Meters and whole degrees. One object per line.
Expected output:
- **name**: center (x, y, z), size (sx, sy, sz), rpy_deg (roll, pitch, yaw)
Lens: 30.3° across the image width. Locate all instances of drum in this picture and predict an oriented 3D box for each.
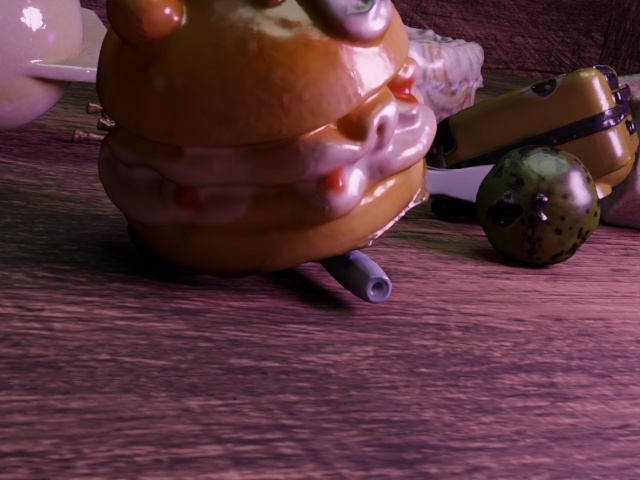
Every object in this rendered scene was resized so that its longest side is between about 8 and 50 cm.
- **drum**: center (-0.021, -0.003, 1.003), size (0.130, 0.049, 0.253), rpy_deg (9, 13, -7)

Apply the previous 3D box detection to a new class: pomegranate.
- **pomegranate**: center (0.218, -0.029, 1.188), size (0.122, 0.122, 0.161), rpy_deg (13, -16, 11)

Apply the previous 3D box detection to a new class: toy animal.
- **toy animal**: center (-0.175, -0.119, 1.384), size (0.276, 0.054, 0.149), rpy_deg (20, 19, 34)

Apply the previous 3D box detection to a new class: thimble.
- **thimble**: center (0.068, -0.189, 1.548), size (0.292, 0.195, 0.291), rpy_deg (13, 14, -3)

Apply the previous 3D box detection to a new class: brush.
- **brush**: center (0.094, -0.063, 1.277), size (0.297, 0.068, 0.060), rpy_deg (4, 0, 5)

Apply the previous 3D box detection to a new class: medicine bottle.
- **medicine bottle**: center (-0.417, -0.233, 1.273), size (0.406, 0.235, 0.236), rpy_deg (3, 15, -27)

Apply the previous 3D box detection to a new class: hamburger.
- **hamburger**: center (-0.049, -0.128, 0.940), size (0.277, 0.236, 0.276), rpy_deg (-7, 33, 4)

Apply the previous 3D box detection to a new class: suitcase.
- **suitcase**: center (0.246, -0.104, 1.345), size (0.235, 0.143, 0.194), rpy_deg (-19, 4, 22)

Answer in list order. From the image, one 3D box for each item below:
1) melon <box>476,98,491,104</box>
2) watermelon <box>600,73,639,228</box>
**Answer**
- **melon**: center (0.305, -0.167, 1.846), size (0.162, 0.099, 0.099), rpy_deg (18, 15, 21)
- **watermelon**: center (0.442, -0.098, 1.463), size (0.387, 0.228, 0.258), rpy_deg (15, 22, 42)
